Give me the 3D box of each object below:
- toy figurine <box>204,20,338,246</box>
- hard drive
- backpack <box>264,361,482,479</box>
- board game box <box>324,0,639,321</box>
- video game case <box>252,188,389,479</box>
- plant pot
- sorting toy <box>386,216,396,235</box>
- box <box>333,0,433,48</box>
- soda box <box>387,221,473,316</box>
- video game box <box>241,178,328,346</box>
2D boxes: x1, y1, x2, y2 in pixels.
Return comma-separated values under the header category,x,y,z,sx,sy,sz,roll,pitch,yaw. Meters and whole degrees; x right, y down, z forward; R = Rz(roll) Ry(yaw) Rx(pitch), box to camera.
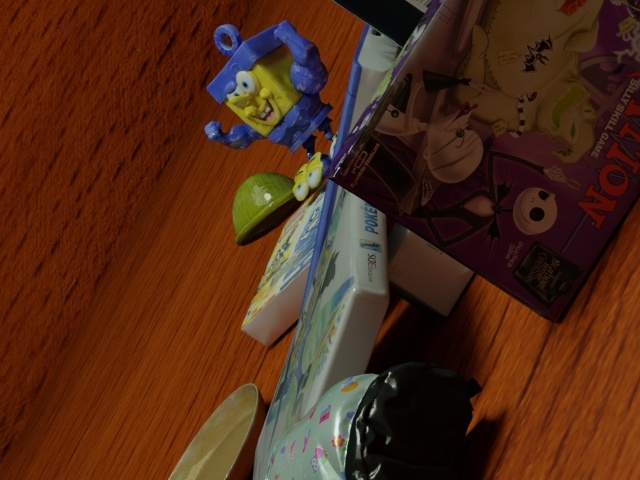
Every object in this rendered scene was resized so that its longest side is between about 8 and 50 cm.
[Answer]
category,x,y,z,sx,sy,sz,roll,pitch,yaw
toy figurine,-0.047,-0.171,2.317,0.191,0.217,0.362,-45,1,-37
hard drive,0.032,-0.062,1.921,0.210,0.040,0.319,-72,-6,-63
backpack,0.033,0.178,1.474,0.182,0.115,0.152,-46,19,53
board game box,0.182,-0.139,1.465,0.347,0.208,0.056,-58,13,-2
video game case,-0.005,0.126,1.717,0.300,0.036,0.329,-88,16,-67
plant pot,-0.121,0.261,2.064,0.236,0.032,0.236,-53,13,17
sorting toy,0.105,-0.055,1.954,0.193,0.038,0.208,-43,19,48
box,0.179,-0.365,1.838,0.212,0.293,0.395,-41,20,52
soda box,0.130,-0.042,1.735,0.216,0.074,0.069,-59,11,-6
video game box,0.000,0.000,2.212,0.205,0.048,0.187,-45,15,45
